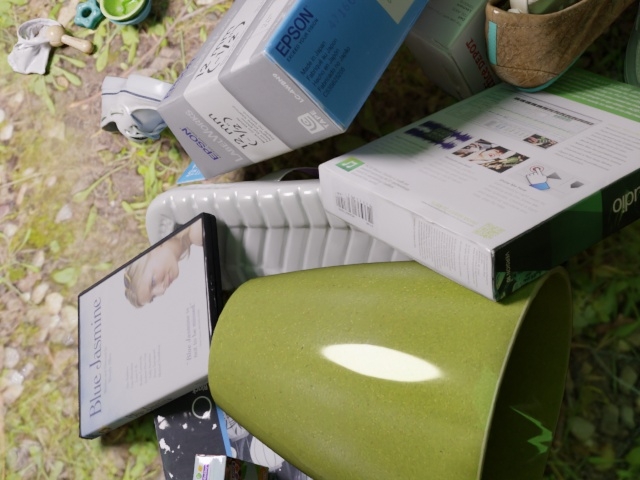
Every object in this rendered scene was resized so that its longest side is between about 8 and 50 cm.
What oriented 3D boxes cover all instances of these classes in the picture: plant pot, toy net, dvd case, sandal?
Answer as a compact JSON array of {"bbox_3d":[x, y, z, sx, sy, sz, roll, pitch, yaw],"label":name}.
[{"bbox_3d":[0.055,0.128,0.996,0.293,0.275,0.275,12,78,25],"label":"plant pot"},{"bbox_3d":[-0.326,-0.300,1.404,0.232,0.045,0.122,-21,67,13],"label":"toy net"},{"bbox_3d":[-0.192,0.098,1.169,0.253,0.022,0.180,-30,57,39],"label":"dvd case"},{"bbox_3d":[-0.001,-0.013,1.152,0.416,0.169,0.102,10,36,23],"label":"sandal"}]

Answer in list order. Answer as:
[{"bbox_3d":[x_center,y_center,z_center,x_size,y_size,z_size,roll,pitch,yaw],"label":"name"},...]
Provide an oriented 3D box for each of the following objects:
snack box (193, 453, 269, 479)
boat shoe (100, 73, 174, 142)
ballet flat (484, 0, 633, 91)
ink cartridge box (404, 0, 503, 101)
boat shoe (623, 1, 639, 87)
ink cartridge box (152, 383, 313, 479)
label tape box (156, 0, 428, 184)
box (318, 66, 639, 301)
[{"bbox_3d":[-0.091,0.283,1.024,0.037,0.100,0.141,-1,72,21],"label":"snack box"},{"bbox_3d":[-0.204,-0.151,1.260,0.226,0.083,0.076,17,96,65],"label":"boat shoe"},{"bbox_3d":[0.285,-0.297,1.055,0.342,0.124,0.116,-42,44,-7],"label":"ballet flat"},{"bbox_3d":[0.188,-0.268,1.136,0.092,0.160,0.219,36,88,29],"label":"ink cartridge box"},{"bbox_3d":[0.358,-0.229,1.112,0.066,0.063,0.184,15,78,25],"label":"boat shoe"},{"bbox_3d":[-0.069,0.282,1.109,0.165,0.065,0.333,-21,68,12],"label":"ink cartridge box"},{"bbox_3d":[-0.046,-0.204,1.104,0.347,0.115,0.249,-9,45,56],"label":"label tape box"},{"bbox_3d":[0.194,-0.071,0.995,0.322,0.059,0.232,-27,35,-27],"label":"box"}]
